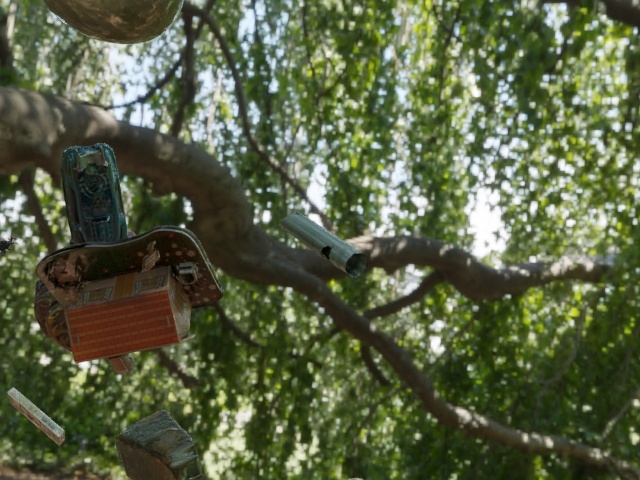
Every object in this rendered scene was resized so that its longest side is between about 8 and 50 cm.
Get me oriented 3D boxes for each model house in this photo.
[{"bbox_3d":[-0.333,0.115,1.279,0.293,0.154,0.207,-12,-46,7],"label":"model house"}]

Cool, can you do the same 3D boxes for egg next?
[{"bbox_3d":[-0.422,-0.529,1.471,0.352,0.258,0.258,38,6,25],"label":"egg"}]

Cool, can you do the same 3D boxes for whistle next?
[{"bbox_3d":[0.000,0.000,1.742,0.062,0.062,0.312,13,14,-37],"label":"whistle"}]

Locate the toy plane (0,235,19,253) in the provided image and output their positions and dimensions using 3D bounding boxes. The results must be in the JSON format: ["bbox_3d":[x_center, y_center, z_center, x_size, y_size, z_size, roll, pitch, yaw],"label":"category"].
[{"bbox_3d":[-0.810,0.005,1.880,0.060,0.037,0.145,26,5,12],"label":"toy plane"}]

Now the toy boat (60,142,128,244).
[{"bbox_3d":[-0.531,-0.075,1.761,0.134,0.299,0.092,-11,19,-18],"label":"toy boat"}]

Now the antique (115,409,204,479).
[{"bbox_3d":[-0.370,0.518,1.785,0.150,0.125,0.284,-21,14,-32],"label":"antique"}]

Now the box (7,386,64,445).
[{"bbox_3d":[-0.691,0.429,1.812,0.167,0.024,0.090,38,-32,5],"label":"box"}]

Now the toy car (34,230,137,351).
[{"bbox_3d":[-0.588,0.138,1.956,0.271,0.340,0.240,50,-3,-31],"label":"toy car"}]

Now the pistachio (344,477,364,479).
[{"bbox_3d":[0.004,0.626,1.542,0.321,0.229,0.238,-22,-34,-31],"label":"pistachio"}]
